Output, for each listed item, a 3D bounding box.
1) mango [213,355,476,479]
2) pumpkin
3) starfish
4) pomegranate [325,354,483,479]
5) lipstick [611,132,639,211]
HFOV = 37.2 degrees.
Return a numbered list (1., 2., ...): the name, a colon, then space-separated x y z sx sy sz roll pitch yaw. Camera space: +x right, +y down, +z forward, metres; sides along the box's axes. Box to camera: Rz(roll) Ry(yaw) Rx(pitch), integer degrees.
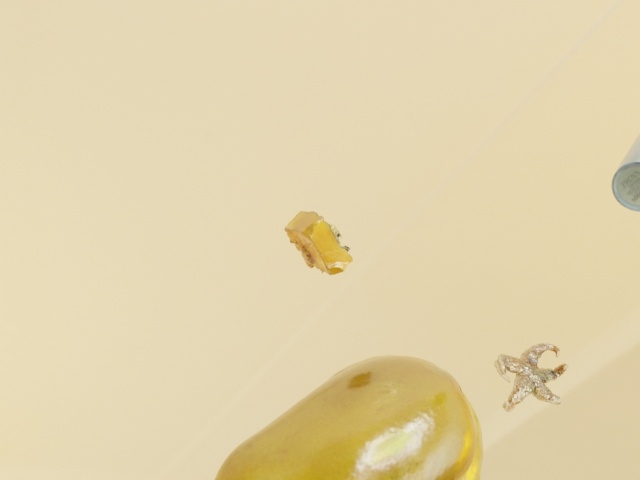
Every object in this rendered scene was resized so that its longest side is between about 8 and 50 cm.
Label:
1. mango: 0.037 0.243 1.084 0.317 0.211 0.172 -21 -69 -26
2. pumpkin: 0.000 0.000 1.205 0.054 0.083 0.074 -37 -70 -14
3. starfish: 0.409 0.273 1.869 0.150 0.210 0.053 39 -45 10
4. pomegranate: 0.108 0.353 1.611 0.333 0.332 0.332 -6 -37 -5
5. lipstick: 0.408 -0.109 1.122 0.061 0.274 0.068 -19 -78 38
